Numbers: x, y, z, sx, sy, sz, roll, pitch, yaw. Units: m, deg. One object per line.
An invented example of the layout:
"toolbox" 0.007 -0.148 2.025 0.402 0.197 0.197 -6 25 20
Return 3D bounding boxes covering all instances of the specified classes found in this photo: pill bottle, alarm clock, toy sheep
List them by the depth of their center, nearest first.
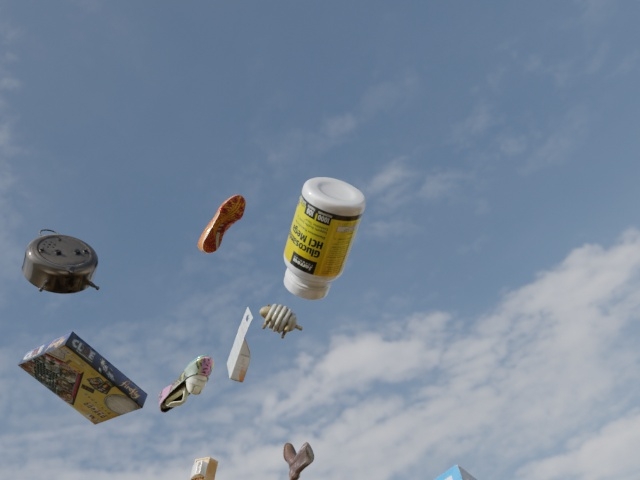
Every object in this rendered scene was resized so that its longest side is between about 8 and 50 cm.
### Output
"alarm clock" -0.499 0.029 1.208 0.129 0.192 0.064 1 -58 -39
"toy sheep" -0.111 0.225 1.789 0.132 0.091 0.091 30 -56 -2
"pill bottle" 0.000 0.000 1.850 0.188 0.188 0.333 3 -60 -25

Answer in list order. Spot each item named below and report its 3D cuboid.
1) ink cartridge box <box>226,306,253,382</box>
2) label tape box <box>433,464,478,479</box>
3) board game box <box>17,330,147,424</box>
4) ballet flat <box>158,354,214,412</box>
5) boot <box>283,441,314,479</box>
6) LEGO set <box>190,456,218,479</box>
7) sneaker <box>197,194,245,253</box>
"ink cartridge box" -0.210 0.287 1.764 0.045 0.145 0.179 22 -89 -13
"label tape box" 0.188 0.467 0.816 0.249 0.115 0.348 -40 -60 13
"board game box" -0.541 0.320 1.451 0.165 0.042 0.243 -23 -58 25
"ballet flat" -0.370 0.408 1.756 0.221 0.079 0.077 -41 -54 21
"boot" -0.051 0.509 1.525 0.037 0.106 0.114 5 -48 -25
"LEGO set" -0.169 0.482 0.998 0.107 0.287 0.132 22 -74 -16
"sneaker" -0.254 -0.046 1.598 0.064 0.067 0.175 44 -106 -26
